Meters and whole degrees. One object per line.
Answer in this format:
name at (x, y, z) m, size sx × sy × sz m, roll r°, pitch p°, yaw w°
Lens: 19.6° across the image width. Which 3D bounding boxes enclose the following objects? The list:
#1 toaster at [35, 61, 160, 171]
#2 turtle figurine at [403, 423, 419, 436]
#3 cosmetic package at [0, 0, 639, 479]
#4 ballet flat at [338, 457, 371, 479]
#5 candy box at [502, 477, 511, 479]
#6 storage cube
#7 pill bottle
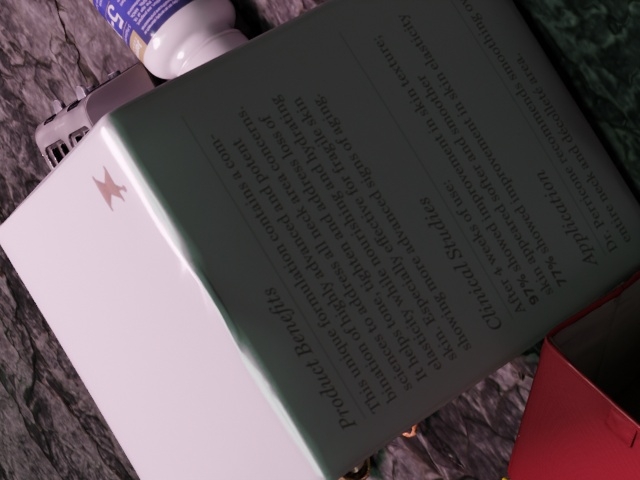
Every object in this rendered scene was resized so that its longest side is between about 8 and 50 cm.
toaster at (-0.228, -0.098, 2.138) m, size 0.168 × 0.110 × 0.185 m, roll -16°, pitch 103°, yaw 60°
turtle figurine at (0.018, 0.108, 1.924) m, size 0.269 × 0.087 × 0.217 m, roll 40°, pitch 143°, yaw -4°
cosmetic package at (0.000, 0.000, 1.594) m, size 0.329 × 0.394 × 0.327 m, roll 59°, pitch 151°, yaw 1°
ballet flat at (0.018, 0.198, 2.077) m, size 0.067 × 0.073 × 0.206 m, roll 21°, pitch 147°, yaw 35°
candy box at (0.186, 0.349, 1.859) m, size 0.105 × 0.027 × 0.205 m, roll -158°, pitch 81°, yaw -69°
storage cube at (0.291, 0.154, 1.506) m, size 0.215 × 0.184 × 0.193 m, roll 42°, pitch 147°, yaw 27°
pill bottle at (-0.152, -0.231, 1.899) m, size 0.186 × 0.112 × 0.112 m, roll 49°, pitch 149°, yaw 17°
